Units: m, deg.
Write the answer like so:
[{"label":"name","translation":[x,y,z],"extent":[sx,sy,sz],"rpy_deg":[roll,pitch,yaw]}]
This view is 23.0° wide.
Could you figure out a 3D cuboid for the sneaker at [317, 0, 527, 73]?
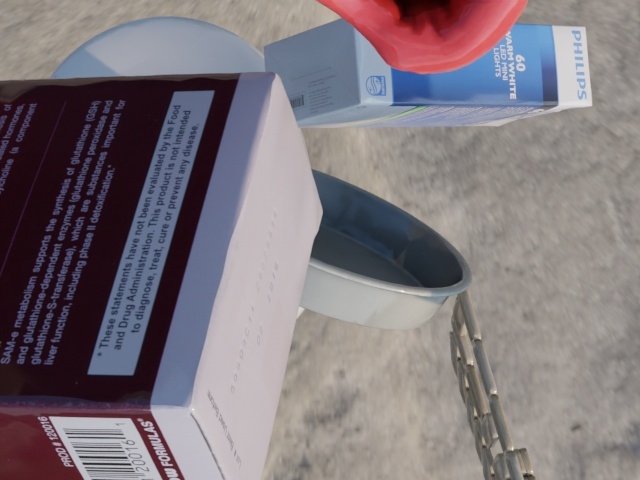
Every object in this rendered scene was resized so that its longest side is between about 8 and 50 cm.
[{"label":"sneaker","translation":[-0.012,-0.134,0.389],"extent":[0.107,0.118,0.279],"rpy_deg":[-32,146,16]}]

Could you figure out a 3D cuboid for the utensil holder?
[{"label":"utensil holder","translation":[-0.159,-0.054,1.892],"extent":[0.328,0.385,0.327],"rpy_deg":[-1,73,2]}]

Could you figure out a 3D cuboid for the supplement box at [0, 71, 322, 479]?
[{"label":"supplement box","translation":[-0.131,0.017,0.502],"extent":[0.239,0.130,0.073],"rpy_deg":[1,141,15]}]

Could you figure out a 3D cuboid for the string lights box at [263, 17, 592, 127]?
[{"label":"string lights box","translation":[0.096,-0.142,1.368],"extent":[0.260,0.133,0.076],"rpy_deg":[-4,87,-36]}]

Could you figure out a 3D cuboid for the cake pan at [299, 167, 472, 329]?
[{"label":"cake pan","translation":[0.000,0.000,1.497],"extent":[0.293,0.293,0.054],"rpy_deg":[21,107,-5]}]

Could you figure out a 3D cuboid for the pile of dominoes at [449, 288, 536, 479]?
[{"label":"pile of dominoes","translation":[0.187,0.187,1.629],"extent":[0.040,0.196,0.251],"rpy_deg":[-13,71,-5]}]
